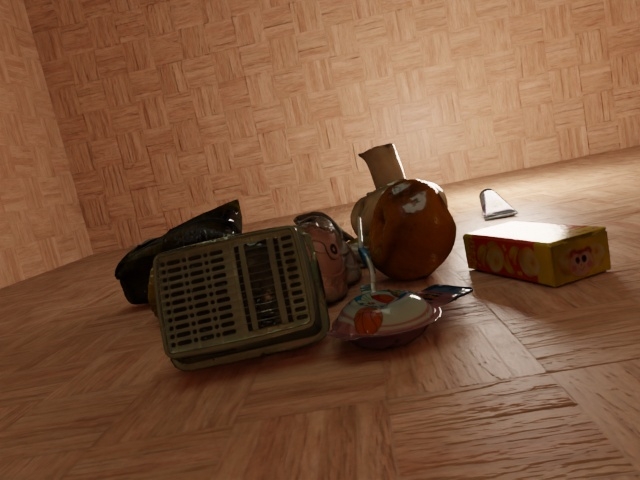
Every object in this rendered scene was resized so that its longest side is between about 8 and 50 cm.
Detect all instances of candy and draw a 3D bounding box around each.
[{"bbox_3d":[0.438,0.020,1.059,0.146,0.088,0.276,-13,8,-18],"label":"candy"}]

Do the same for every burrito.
[{"bbox_3d":[0.063,0.036,1.446,0.203,0.064,0.064,9,16,22],"label":"burrito"}]

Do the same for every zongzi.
[{"bbox_3d":[-0.432,0.012,1.635,0.404,0.207,0.432,-16,31,0],"label":"zongzi"}]

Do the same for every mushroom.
[{"bbox_3d":[0.232,-0.148,1.630,0.315,0.336,0.314,-19,-3,-1],"label":"mushroom"}]

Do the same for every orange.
[{"bbox_3d":[0.227,-0.026,1.207,0.183,0.248,0.249,9,5,-10],"label":"orange"}]

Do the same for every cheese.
[{"bbox_3d":[0.137,0.119,0.861,0.286,0.074,0.189,-16,11,-33],"label":"cheese"}]

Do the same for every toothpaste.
[{"bbox_3d":[0.643,-0.130,1.882,0.114,0.073,0.299,-10,16,12],"label":"toothpaste"}]

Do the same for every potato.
[{"bbox_3d":[0.115,0.026,1.523,0.138,0.070,0.092,-17,7,-29],"label":"potato"}]

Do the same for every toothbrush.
[{"bbox_3d":[0.110,0.034,1.221,0.040,0.040,0.386,-11,28,8],"label":"toothbrush"}]

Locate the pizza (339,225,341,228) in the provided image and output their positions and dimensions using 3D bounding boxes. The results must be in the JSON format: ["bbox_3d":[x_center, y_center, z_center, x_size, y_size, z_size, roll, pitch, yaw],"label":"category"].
[{"bbox_3d":[-0.006,-0.030,2.113,0.197,0.058,0.292,-12,8,7],"label":"pizza"}]

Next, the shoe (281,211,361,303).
[{"bbox_3d":[0.003,0.025,1.246,0.172,0.198,0.351,-8,10,7],"label":"shoe"}]

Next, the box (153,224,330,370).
[{"bbox_3d":[-0.139,0.097,0.897,0.291,0.220,0.166,-12,-13,0],"label":"box"}]

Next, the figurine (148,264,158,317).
[{"bbox_3d":[-0.252,0.114,1.297,0.316,0.167,0.187,-1,-19,1],"label":"figurine"}]
